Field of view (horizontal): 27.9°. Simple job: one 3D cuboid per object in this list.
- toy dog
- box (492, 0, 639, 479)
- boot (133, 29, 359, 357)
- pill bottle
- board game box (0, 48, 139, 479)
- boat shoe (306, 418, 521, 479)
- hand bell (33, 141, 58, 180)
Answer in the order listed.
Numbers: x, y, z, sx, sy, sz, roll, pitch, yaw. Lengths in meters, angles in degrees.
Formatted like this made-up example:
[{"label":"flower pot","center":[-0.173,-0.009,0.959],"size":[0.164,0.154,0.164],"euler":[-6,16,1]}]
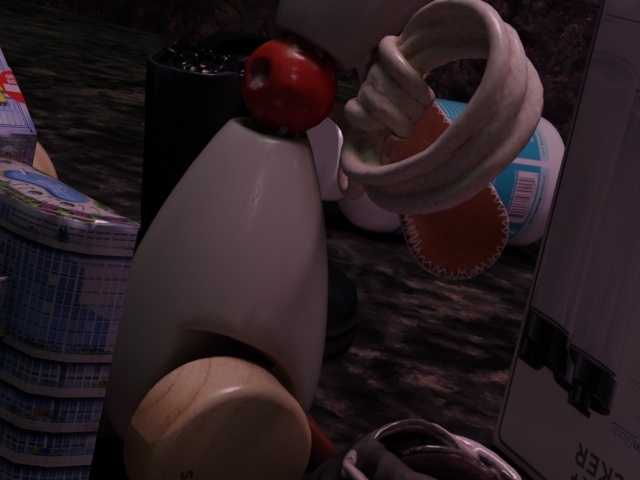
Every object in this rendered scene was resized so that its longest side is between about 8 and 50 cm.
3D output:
[{"label":"toy dog","center":[0.000,0.000,0.632],"size":[0.161,0.334,0.220],"euler":[23,28,-41]},{"label":"box","center":[0.199,0.015,0.691],"size":[0.087,0.290,0.169],"euler":[5,16,-24]},{"label":"boot","center":[-0.035,-0.027,0.840],"size":[0.094,0.207,0.246],"euler":[19,14,30]},{"label":"pill bottle","center":[0.113,-0.075,1.329],"size":[0.264,0.146,0.146],"euler":[6,14,-27]},{"label":"board game box","center":[-0.166,0.009,0.586],"size":[0.060,0.194,0.194],"euler":[0,17,-43]},{"label":"boat shoe","center":[0.057,0.113,0.455],"size":[0.112,0.095,0.335],"euler":[29,2,-3]},{"label":"hand bell","center":[-0.182,-0.005,0.716],"size":[0.126,0.126,0.242],"euler":[7,6,-24]}]
